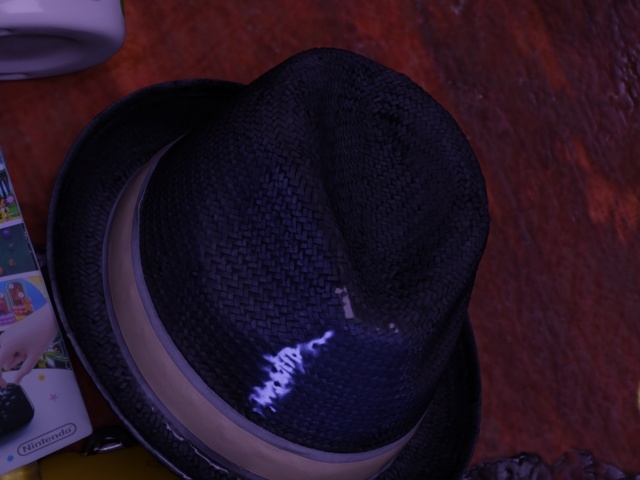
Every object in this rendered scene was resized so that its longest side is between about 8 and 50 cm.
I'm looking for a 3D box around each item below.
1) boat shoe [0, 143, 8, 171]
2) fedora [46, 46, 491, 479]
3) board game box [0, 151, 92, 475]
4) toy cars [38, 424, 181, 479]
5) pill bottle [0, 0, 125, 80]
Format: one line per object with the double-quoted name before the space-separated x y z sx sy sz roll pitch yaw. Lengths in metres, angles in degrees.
"boat shoe" -0.335 -0.076 1.057 0.324 0.116 0.123 23 82 -35
"fedora" 0.000 0.000 1.066 0.334 0.152 0.334 20 43 -21
"board game box" -0.278 0.014 0.986 0.224 0.097 0.303 -24 122 -18
"toy cars" -0.133 0.203 1.032 0.393 0.176 0.087 -32 124 -48
"pill bottle" -0.199 -0.233 1.123 0.136 0.136 0.246 -3 80 -18
